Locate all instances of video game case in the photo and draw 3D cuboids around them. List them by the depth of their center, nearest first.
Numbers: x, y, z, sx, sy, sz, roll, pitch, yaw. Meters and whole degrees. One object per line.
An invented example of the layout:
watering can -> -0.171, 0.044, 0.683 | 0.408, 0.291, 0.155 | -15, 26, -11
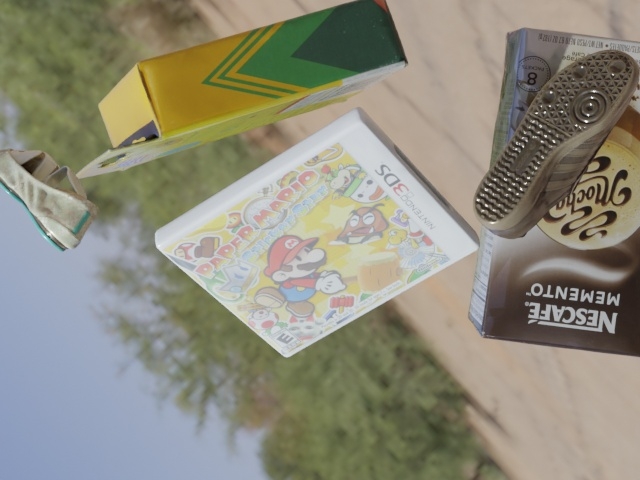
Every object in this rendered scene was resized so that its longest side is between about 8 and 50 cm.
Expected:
video game case -> 0.000, 0.000, 1.434 | 0.206, 0.227, 0.026 | 44, -156, -39

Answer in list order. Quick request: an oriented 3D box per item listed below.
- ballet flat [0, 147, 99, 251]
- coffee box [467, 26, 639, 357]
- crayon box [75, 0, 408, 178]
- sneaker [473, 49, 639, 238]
ballet flat -> -0.227, -0.044, 1.289 | 0.057, 0.052, 0.168 | 43, 178, -44
coffee box -> 0.249, -0.047, 1.521 | 0.168, 0.297, 0.119 | 6, -175, -2
crayon box -> -0.096, -0.152, 1.592 | 0.202, 0.318, 0.081 | -18, 91, 69
sneaker -> 0.205, -0.081, 1.344 | 0.066, 0.188, 0.071 | 46, -172, 31
